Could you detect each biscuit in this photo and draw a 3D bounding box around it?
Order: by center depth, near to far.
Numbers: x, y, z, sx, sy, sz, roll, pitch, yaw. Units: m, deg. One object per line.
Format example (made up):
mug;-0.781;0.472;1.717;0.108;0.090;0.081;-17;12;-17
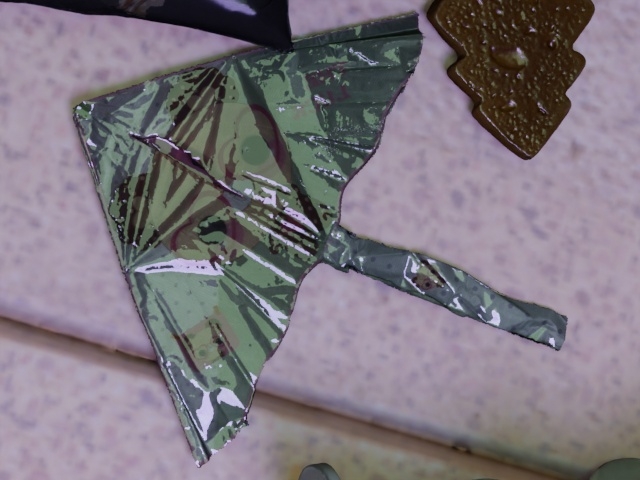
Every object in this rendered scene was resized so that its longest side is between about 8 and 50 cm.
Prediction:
biscuit;0.092;-0.083;0.805;0.082;0.016;0.092;-8;91;-17

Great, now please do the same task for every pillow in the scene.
pillow;-0.078;-0.135;0.753;0.150;0.048;0.090;7;66;-10

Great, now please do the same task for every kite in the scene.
kite;0.000;0.000;0.784;0.250;0.012;0.229;25;82;-10

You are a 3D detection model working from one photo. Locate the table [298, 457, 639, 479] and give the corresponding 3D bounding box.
table;0.096;0.164;0.733;0.198;0.166;0.167;-5;89;-20
